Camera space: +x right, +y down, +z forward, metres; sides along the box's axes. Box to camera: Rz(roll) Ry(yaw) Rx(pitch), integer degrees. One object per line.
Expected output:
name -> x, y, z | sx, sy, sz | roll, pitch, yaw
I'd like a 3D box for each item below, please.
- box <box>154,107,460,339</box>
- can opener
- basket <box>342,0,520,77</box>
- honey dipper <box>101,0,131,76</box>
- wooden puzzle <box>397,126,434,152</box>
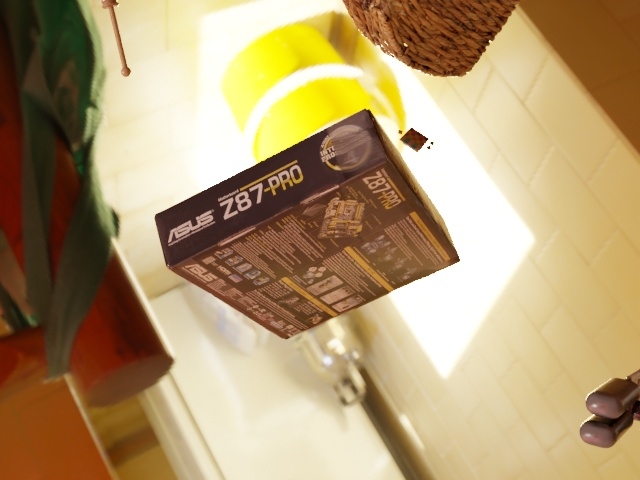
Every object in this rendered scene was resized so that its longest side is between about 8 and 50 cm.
box -> 0.000, 0.000, 1.374 | 0.318, 0.097, 0.395 | -24, 154, 13
can opener -> 0.418, 0.224, 1.284 | 0.283, 0.095, 0.075 | 2, 100, -64
basket -> 0.139, -0.411, 1.577 | 0.213, 0.223, 0.299 | -55, 146, 12
honey dipper -> -0.354, -0.362, 1.682 | 0.031, 0.160, 0.030 | -11, -178, 0
wooden puzzle -> 0.204, -0.217, 2.102 | 0.049, 0.083, 0.006 | -47, 166, -31
